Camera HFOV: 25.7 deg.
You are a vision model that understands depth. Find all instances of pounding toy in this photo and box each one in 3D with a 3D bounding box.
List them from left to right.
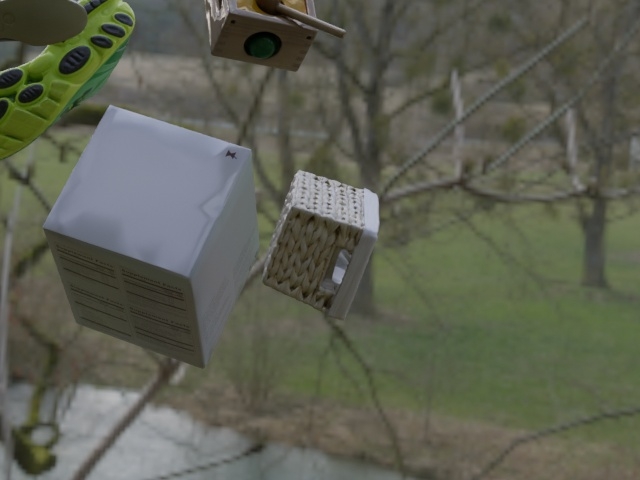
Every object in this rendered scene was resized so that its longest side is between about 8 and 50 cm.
[{"bbox_3d":[-0.055,-0.266,1.641,0.130,0.141,0.100,8,-41,-21],"label":"pounding toy"}]

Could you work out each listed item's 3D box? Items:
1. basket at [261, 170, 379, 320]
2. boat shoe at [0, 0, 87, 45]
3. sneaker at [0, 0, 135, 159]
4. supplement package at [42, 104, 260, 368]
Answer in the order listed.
[{"bbox_3d":[0.000,0.000,1.578,0.103,0.113,0.167,20,17,-3],"label":"basket"},{"bbox_3d":[-0.270,-0.194,1.216,0.133,0.049,0.042,-8,32,-11],"label":"boat shoe"},{"bbox_3d":[-0.350,-0.194,1.827,0.109,0.295,0.123,43,-17,13],"label":"sneaker"},{"bbox_3d":[-0.209,-0.001,1.813,0.198,0.199,0.262,18,-28,10],"label":"supplement package"}]
